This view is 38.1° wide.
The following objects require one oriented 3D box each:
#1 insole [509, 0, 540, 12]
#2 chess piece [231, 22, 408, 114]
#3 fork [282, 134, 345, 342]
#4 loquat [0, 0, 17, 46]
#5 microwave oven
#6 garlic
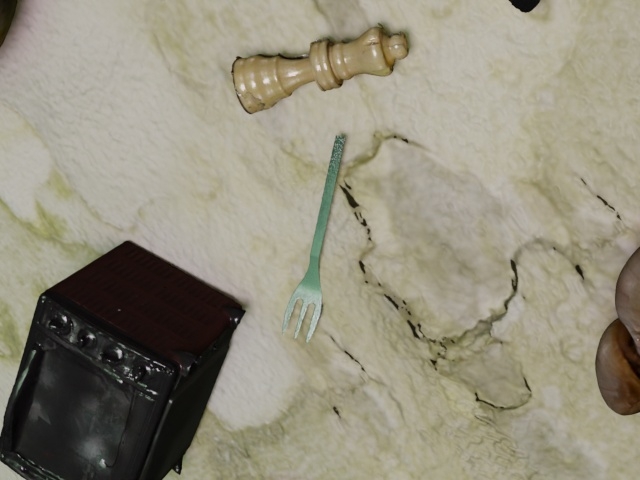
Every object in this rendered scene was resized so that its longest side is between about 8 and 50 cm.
[{"bbox_3d":[0.141,-0.360,0.748,0.009,0.119,0.348,-16,102,-14],"label":"insole"},{"bbox_3d":[0.002,-0.168,0.890,0.172,0.060,0.060,-11,105,20],"label":"chess piece"},{"bbox_3d":[0.000,0.000,0.972,0.039,0.021,0.235,17,113,8],"label":"fork"},{"bbox_3d":[-0.403,-0.240,0.935,0.179,0.179,0.227,43,103,0],"label":"loquat"},{"bbox_3d":[-0.220,0.160,1.014,0.178,0.188,0.247,27,116,8],"label":"microwave oven"},{"bbox_3d":[0.331,0.061,0.809,0.214,0.191,0.160,-19,78,36],"label":"garlic"}]
